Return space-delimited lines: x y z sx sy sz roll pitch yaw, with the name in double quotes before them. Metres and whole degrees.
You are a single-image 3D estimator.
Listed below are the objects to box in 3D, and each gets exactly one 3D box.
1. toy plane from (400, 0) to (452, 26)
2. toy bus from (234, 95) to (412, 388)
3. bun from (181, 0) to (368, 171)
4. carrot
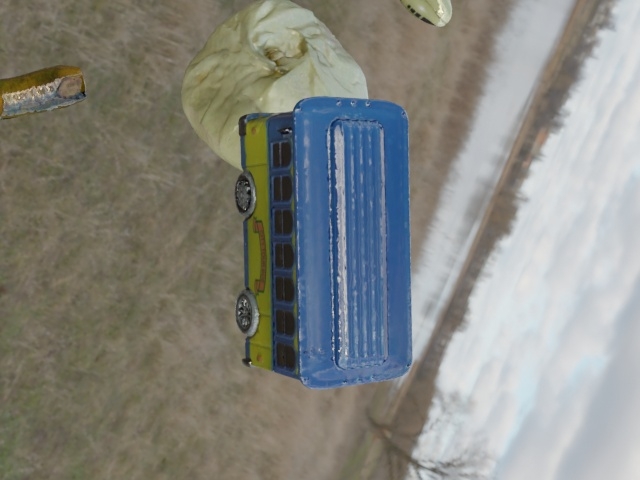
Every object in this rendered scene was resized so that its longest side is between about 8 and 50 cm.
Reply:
"toy plane" 0.116 -0.409 1.210 0.092 0.244 0.229 -46 162 20
"toy bus" 0.000 0.000 0.903 0.175 0.138 0.288 2 -86 60
"bun" -0.088 -0.288 1.542 0.213 0.361 0.361 78 35 -61
"carrot" -0.521 -0.275 1.553 0.173 0.082 0.082 -17 148 -17
